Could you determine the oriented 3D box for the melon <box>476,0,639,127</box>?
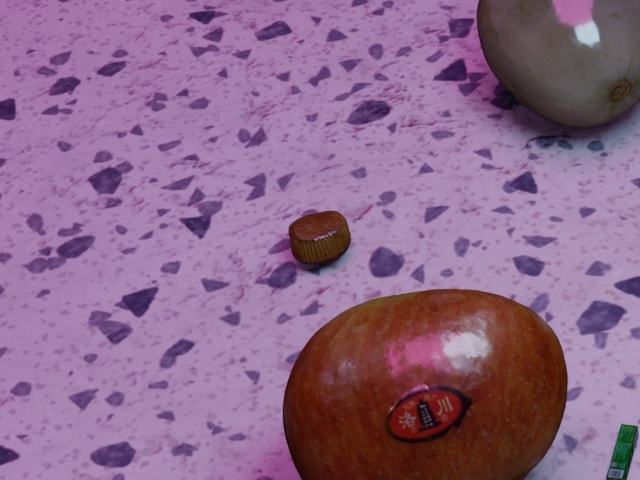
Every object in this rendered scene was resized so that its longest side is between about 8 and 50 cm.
[{"bbox_3d":[0.345,-0.296,2.368,0.272,0.272,0.308,-3,34,10],"label":"melon"}]

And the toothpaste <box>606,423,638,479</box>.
[{"bbox_3d":[0.340,0.243,1.924,0.020,0.017,0.083,4,43,22],"label":"toothpaste"}]

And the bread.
[{"bbox_3d":[0.000,0.000,2.258,0.085,0.053,0.085,-12,29,6],"label":"bread"}]

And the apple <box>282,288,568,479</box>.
[{"bbox_3d":[0.117,0.194,1.850,0.309,0.277,0.250,-15,61,23],"label":"apple"}]
